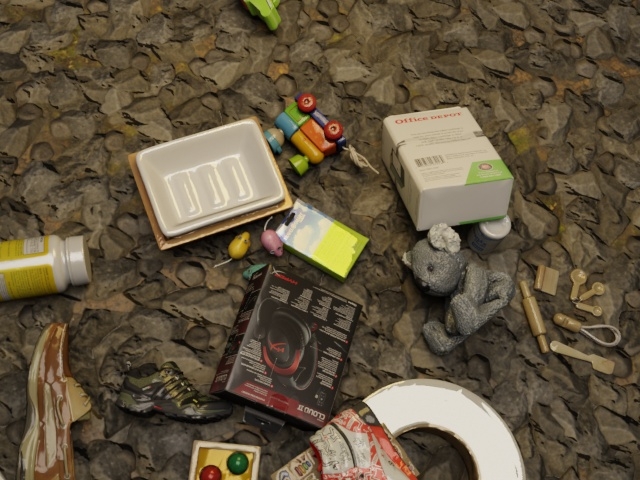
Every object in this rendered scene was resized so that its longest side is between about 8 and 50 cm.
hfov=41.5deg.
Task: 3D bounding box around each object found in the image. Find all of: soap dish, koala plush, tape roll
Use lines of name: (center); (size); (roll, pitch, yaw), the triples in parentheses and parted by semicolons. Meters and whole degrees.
soap dish: (-0.232, -0.116, 1.783); (0.291, 0.118, 0.229); (-19, 72, -13)
koala plush: (0.268, 0.081, 1.732); (0.203, 0.196, 0.221); (-34, 78, -28)
tape roll: (0.201, 0.465, 1.632); (0.392, 0.072, 0.392); (2, 70, -6)

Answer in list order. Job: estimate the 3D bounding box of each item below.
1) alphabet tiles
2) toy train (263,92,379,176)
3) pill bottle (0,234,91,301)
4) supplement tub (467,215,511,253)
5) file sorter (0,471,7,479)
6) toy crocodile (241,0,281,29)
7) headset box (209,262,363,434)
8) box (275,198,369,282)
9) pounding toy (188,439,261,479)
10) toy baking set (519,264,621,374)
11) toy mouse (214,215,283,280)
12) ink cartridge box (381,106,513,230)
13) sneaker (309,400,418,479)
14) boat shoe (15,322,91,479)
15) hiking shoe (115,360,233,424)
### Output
alphabet tiles: (0.058, 0.455, 1.579); (0.237, 0.009, 0.198); (-32, 75, -17)
toy train: (-0.006, -0.192, 1.852); (0.143, 0.105, 0.248); (-41, 78, -8)
pill bottle: (-0.570, 0.053, 1.681); (0.208, 0.119, 0.119); (-8, 70, -9)
supplement tub: (0.362, -0.019, 1.816); (0.071, 0.107, 0.071); (2, 68, -5)
file sorter: (-0.707, 0.428, 1.478); (0.193, 0.173, 0.277); (-43, 79, -7)
toy crocodile: (-0.181, -0.638, 1.994); (0.105, 0.115, 0.340); (-26, 71, 5)
headset box: (-0.070, 0.225, 1.643); (0.218, 0.110, 0.293); (25, 67, -17)
box: (0.000, 0.000, 1.804); (0.178, 0.042, 0.109); (30, 69, 6)
pounding toy: (-0.212, 0.483, 1.568); (0.181, 0.094, 0.206); (7, 68, -4)
toy baking set: (0.537, 0.166, 1.805); (0.197, 0.030, 0.256); (-7, 70, -9)
toy mouse: (-0.121, 0.034, 1.762); (0.143, 0.031, 0.161); (36, 92, 1)
ink cartridge box: (0.261, -0.158, 1.797); (0.198, 0.114, 0.273); (-9, 41, -9)
sneaker: (0.089, 0.442, 1.536); (0.145, 0.090, 0.270); (-29, 71, -14)
boat shoe: (-0.494, 0.320, 1.597); (0.120, 0.122, 0.324); (5, 77, -10)
hiking shoe: (-0.278, 0.291, 1.639); (0.227, 0.086, 0.114); (8, 69, -4)
